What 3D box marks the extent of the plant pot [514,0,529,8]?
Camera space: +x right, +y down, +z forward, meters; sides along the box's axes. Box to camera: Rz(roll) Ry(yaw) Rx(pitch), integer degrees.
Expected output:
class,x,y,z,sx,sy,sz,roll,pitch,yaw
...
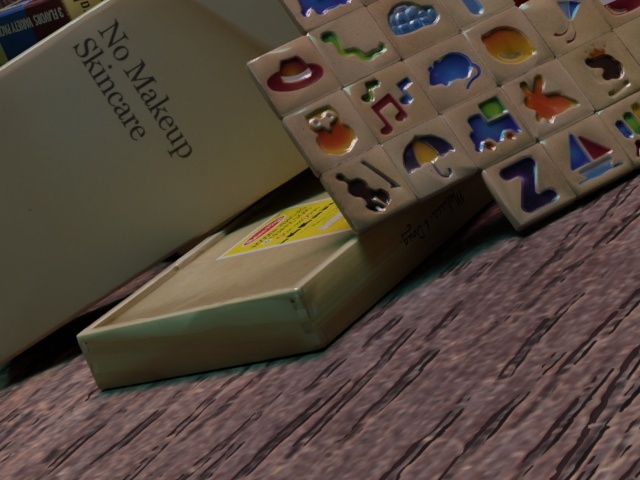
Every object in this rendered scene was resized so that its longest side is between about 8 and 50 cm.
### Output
class,x,y,z,sx,sy,sz,roll,pitch,yaw
plant pot,0.142,-0.168,1.252,0.191,0.191,0.174,-14,24,35

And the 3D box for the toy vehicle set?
class,x,y,z,sx,sy,sz,roll,pitch,yaw
toy vehicle set,0.000,0.000,1.146,0.166,0.035,0.267,-12,17,39

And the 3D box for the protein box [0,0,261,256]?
class,x,y,z,sx,sy,sz,roll,pitch,yaw
protein box,-0.111,-0.114,1.419,0.201,0.199,0.136,-34,17,-38

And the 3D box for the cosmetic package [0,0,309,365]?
class,x,y,z,sx,sy,sz,roll,pitch,yaw
cosmetic package,-0.116,-0.071,1.238,0.309,0.160,0.113,-34,6,1

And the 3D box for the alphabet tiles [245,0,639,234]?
class,x,y,z,sx,sy,sz,roll,pitch,yaw
alphabet tiles,0.089,-0.100,1.093,0.237,0.198,0.009,-27,-19,-18
